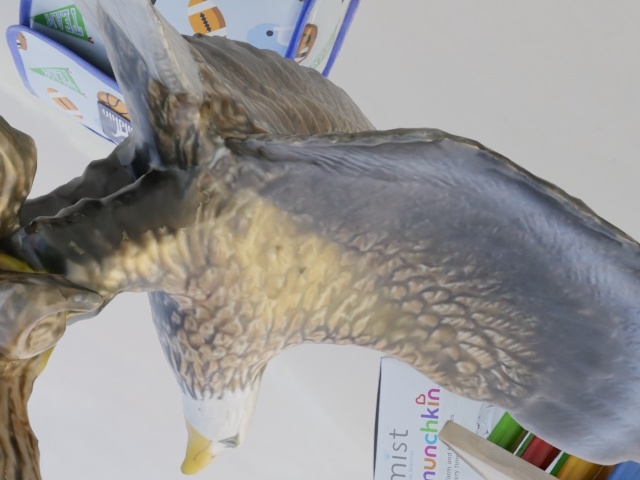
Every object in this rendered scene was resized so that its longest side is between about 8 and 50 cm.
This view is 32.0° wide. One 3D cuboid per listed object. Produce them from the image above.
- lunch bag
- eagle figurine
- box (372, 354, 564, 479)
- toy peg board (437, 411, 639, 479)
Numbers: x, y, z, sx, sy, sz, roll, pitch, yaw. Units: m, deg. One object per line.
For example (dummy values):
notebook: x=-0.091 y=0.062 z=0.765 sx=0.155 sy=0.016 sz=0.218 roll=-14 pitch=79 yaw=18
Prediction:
lunch bag: x=-0.150 y=-0.235 z=1.220 sx=0.327 sy=0.385 sz=0.239 roll=32 pitch=-141 yaw=6
eagle figurine: x=-0.004 y=0.007 z=0.435 sx=0.298 sy=0.225 sz=0.226 roll=-5 pitch=-112 yaw=-29
box: x=0.199 y=0.172 z=1.042 sx=0.231 sy=0.127 sz=0.262 roll=1 pitch=174 yaw=22
toy peg board: x=0.189 y=0.164 z=0.735 sx=0.161 sy=0.079 sz=0.160 roll=43 pitch=168 yaw=-31
